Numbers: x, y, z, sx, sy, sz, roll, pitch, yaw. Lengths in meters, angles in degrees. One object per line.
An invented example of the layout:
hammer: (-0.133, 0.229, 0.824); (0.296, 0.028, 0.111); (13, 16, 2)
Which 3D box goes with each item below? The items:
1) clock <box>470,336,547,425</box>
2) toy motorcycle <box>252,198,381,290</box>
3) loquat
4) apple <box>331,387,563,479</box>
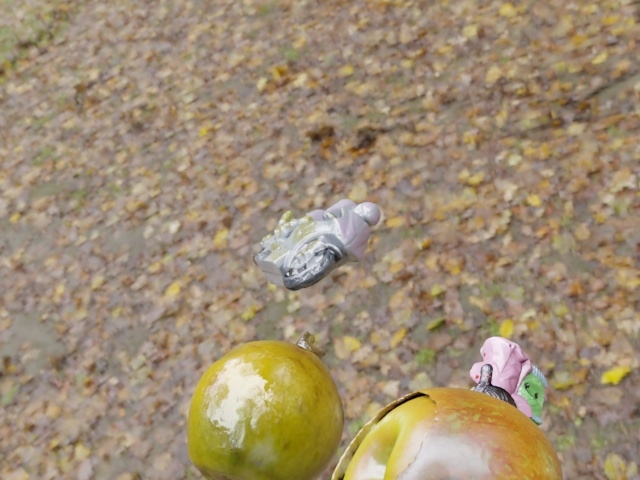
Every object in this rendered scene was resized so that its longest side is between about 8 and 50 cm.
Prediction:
clock: (0.374, 0.322, 1.914); (0.100, 0.194, 0.195); (-18, 34, 42)
toy motorcycle: (0.000, 0.000, 1.140); (0.152, 0.073, 0.225); (-34, 14, -9)
loquat: (-0.061, 0.223, 1.261); (0.213, 0.213, 0.246); (6, 53, 36)
apple: (0.119, 0.257, 0.952); (0.207, 0.237, 0.237); (17, 36, -14)
